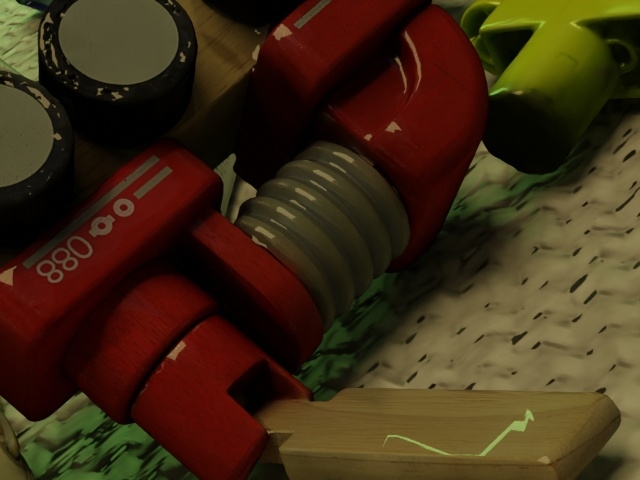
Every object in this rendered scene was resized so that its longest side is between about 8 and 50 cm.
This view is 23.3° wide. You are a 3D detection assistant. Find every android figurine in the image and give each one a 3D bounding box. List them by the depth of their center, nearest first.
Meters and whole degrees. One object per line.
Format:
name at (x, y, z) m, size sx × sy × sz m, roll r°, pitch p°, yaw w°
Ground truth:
android figurine at (0.181, -0.125, 0.667) m, size 0.248 × 0.056 × 0.273 m, roll -1°, pitch 38°, yaw 42°

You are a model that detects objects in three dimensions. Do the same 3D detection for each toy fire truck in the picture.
toy fire truck at (0.000, 0.000, 0.561) m, size 0.217 × 0.246 × 0.158 m, roll -43°, pitch -14°, yaw -28°

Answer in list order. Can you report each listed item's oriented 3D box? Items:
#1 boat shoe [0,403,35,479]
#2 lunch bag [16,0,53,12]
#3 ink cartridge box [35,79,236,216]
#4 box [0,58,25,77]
boat shoe at (-0.162, 0.090, 0.575) m, size 0.105 × 0.089 × 0.285 m, roll -33°, pitch 28°, yaw -10°
lunch bag at (-0.158, -0.225, 1.121) m, size 0.129 × 0.096 × 0.151 m, roll -42°, pitch 16°, yaw -20°
ink cartridge box at (-0.136, -0.033, 0.816) m, size 0.208 × 0.045 × 0.206 m, roll -21°, pitch 28°, yaw 18°
box at (-0.283, -0.107, 0.884) m, size 0.119 × 0.181 × 0.182 m, roll -53°, pitch 24°, yaw -2°
